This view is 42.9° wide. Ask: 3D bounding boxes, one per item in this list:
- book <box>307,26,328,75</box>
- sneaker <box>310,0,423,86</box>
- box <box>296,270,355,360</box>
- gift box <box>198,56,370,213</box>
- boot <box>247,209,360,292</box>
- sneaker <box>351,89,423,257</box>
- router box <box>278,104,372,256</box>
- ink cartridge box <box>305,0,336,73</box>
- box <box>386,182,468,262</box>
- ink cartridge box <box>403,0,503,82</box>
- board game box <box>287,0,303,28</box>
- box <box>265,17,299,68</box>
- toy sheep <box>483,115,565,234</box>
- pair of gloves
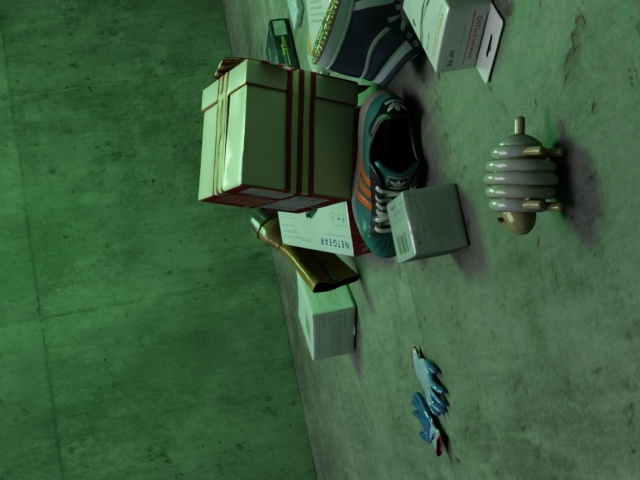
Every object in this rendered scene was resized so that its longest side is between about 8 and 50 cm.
[{"bbox_3d":[-0.004,-0.436,1.926,0.144,0.035,0.096,103,152,-65],"label":"book"},{"bbox_3d":[0.105,-0.380,1.270,0.099,0.153,0.282,-133,65,-76],"label":"sneaker"},{"bbox_3d":[0.014,0.186,2.161,0.181,0.119,0.180,-110,14,-47],"label":"box"},{"bbox_3d":[-0.064,-0.198,1.500,0.276,0.255,0.258,-10,76,57],"label":"gift box"},{"bbox_3d":[0.000,0.000,2.017,0.280,0.264,0.096,41,124,31],"label":"boot"},{"bbox_3d":[0.114,-0.097,1.390,0.121,0.108,0.302,-113,18,-66],"label":"sneaker"},{"bbox_3d":[0.004,-0.132,1.780,0.335,0.082,0.301,8,108,61],"label":"router box"},{"bbox_3d":[0.045,-0.439,1.416,0.201,0.117,0.278,-131,33,-71],"label":"ink cartridge box"},{"bbox_3d":[0.162,-0.025,1.253,0.101,0.087,0.101,135,126,-77],"label":"box"},{"bbox_3d":[0.167,-0.294,1.055,0.104,0.060,0.180,94,163,-51],"label":"ink cartridge box"},{"bbox_3d":[-0.066,-0.614,2.122,0.090,0.020,0.090,111,148,-70],"label":"board game box"},{"bbox_3d":[-0.106,-0.490,2.345,0.183,0.059,0.232,112,147,-73],"label":"box"},{"bbox_3d":[0.224,-0.072,0.904,0.091,0.091,0.132,-179,93,-79],"label":"toy sheep"},{"bbox_3d":[0.203,0.304,1.530,0.159,0.023,0.198,-117,21,-64],"label":"pair of gloves"}]
